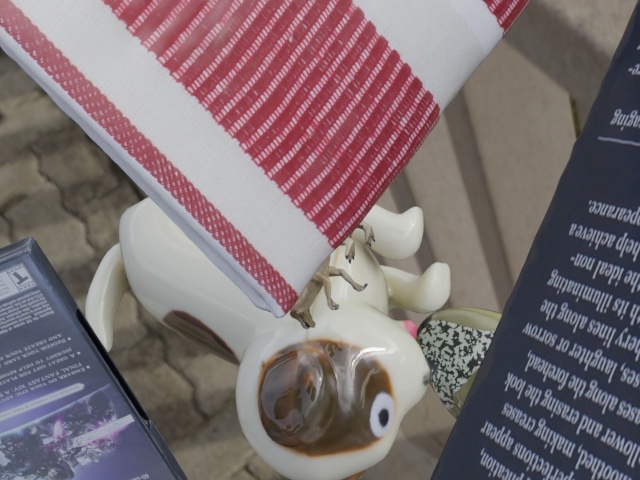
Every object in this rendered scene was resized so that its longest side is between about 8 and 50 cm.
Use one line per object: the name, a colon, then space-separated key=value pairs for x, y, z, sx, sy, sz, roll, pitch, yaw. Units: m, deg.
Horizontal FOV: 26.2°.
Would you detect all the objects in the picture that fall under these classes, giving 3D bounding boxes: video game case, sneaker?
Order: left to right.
video game case: x=-0.256 y=0.141 z=1.133 sx=0.196 sy=0.274 sz=0.026 roll=-21 pitch=31 yaw=9
sneaker: x=0.222 y=0.224 z=1.504 sx=0.410 sy=0.182 sz=0.158 roll=50 pitch=116 yaw=31

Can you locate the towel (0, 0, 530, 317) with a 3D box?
towel: x=0.001 y=-0.166 z=0.571 sx=0.329 sy=0.237 sz=0.037 roll=-53 pitch=25 yaw=-20

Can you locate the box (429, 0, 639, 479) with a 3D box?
box: x=0.257 y=0.042 z=0.553 sx=0.395 sy=0.293 sz=0.212 roll=-67 pitch=19 yaw=2

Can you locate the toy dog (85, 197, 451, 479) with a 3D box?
toy dog: x=-0.044 y=0.073 z=1.517 sx=0.395 sy=0.284 sz=0.408 roll=-26 pitch=57 yaw=-12

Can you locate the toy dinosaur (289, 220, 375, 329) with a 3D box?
toy dinosaur: x=0.000 y=0.000 z=1.331 sx=0.092 sy=0.053 sz=0.183 roll=6 pitch=95 yaw=30
